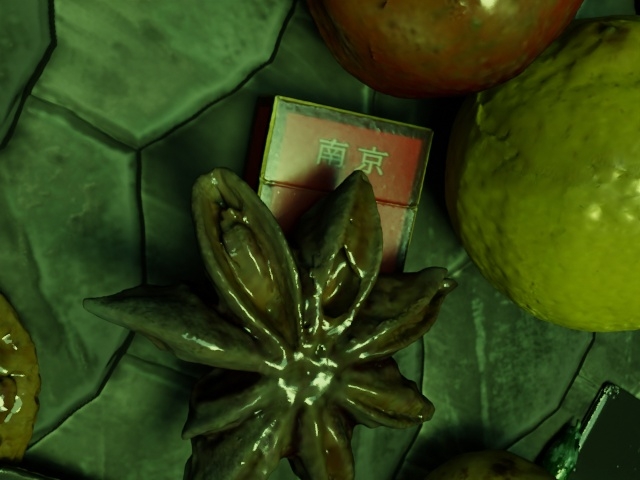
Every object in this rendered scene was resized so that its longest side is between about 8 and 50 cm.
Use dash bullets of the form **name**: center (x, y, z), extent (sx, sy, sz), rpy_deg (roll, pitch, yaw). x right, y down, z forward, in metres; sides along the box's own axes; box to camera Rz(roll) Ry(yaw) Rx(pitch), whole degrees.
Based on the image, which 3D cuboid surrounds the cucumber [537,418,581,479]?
- **cucumber**: center (0.264, 0.276, 0.823), extent (0.037, 0.037, 0.155), rpy_deg (29, 89, -24)

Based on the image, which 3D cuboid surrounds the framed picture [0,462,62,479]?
- **framed picture**: center (-0.258, 0.381, 0.629), extent (0.265, 0.016, 0.347), rpy_deg (35, 87, -34)

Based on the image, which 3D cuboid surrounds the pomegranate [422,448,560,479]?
- **pomegranate**: center (0.182, 0.328, 0.714), extent (0.215, 0.215, 0.215), rpy_deg (-4, 102, -20)

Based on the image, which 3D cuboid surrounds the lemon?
- **lemon**: center (0.244, -0.054, 0.621), extent (0.293, 0.293, 0.293), rpy_deg (-4, 102, -20)

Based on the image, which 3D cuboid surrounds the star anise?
- **star anise**: center (-0.031, 0.092, 0.563), extent (0.315, 0.108, 0.315), rpy_deg (-5, 106, -18)

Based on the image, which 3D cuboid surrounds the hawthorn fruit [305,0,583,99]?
- **hawthorn fruit**: center (0.065, -0.261, 0.528), extent (0.300, 0.254, 0.254), rpy_deg (41, 85, -19)

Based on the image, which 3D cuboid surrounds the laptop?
- **laptop**: center (0.381, 0.263, 0.877), extent (0.180, 0.016, 0.129), rpy_deg (30, 88, -22)

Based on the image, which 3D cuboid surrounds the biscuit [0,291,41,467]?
- **biscuit**: center (-0.384, 0.138, 0.521), extent (0.334, 0.081, 0.289), rpy_deg (-39, 113, -11)

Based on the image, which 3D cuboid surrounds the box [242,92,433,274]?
- **box**: center (0.000, 0.000, 0.645), extent (0.153, 0.074, 0.239), rpy_deg (9, 97, -17)
